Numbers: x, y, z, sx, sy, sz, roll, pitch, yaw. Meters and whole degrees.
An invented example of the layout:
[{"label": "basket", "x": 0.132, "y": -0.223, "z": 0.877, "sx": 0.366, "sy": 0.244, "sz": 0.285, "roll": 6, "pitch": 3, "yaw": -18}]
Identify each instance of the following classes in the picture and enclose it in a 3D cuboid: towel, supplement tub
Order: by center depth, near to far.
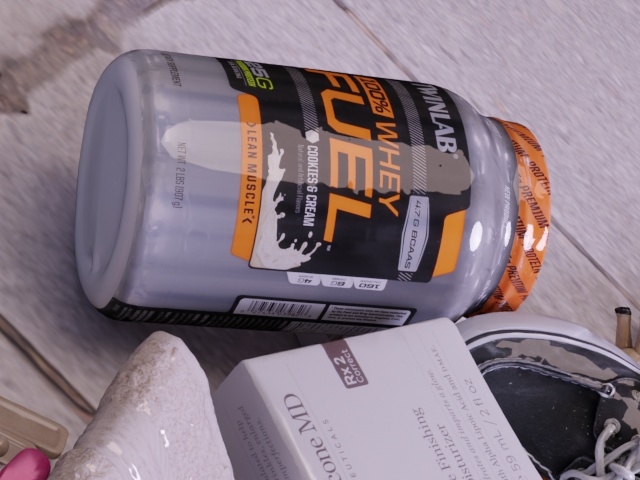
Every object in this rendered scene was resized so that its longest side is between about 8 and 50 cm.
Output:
[{"label": "towel", "x": -0.090, "y": 0.217, "z": 0.933, "sx": 0.187, "sy": 0.049, "sz": 0.282, "roll": -61, "pitch": 146, "yaw": -52}, {"label": "supplement tub", "x": -0.007, "y": -0.028, "z": 1.209, "sx": 0.316, "sy": 0.193, "sz": 0.193, "roll": 4, "pitch": 50, "yaw": -21}]

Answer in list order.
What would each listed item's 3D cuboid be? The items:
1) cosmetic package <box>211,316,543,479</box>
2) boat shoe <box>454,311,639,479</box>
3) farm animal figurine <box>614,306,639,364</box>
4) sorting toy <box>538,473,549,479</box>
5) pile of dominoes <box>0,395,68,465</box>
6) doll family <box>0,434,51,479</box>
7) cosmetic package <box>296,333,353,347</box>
[{"label": "cosmetic package", "x": 0.019, "y": 0.164, "z": 1.124, "sx": 0.184, "sy": 0.151, "sz": 0.151, "roll": -10, "pitch": 60, "yaw": -39}, {"label": "boat shoe", "x": 0.218, "y": 0.153, "z": 1.197, "sx": 0.306, "sy": 0.113, "sz": 0.105, "roll": 32, "pitch": 13, "yaw": -14}, {"label": "farm animal figurine", "x": 0.440, "y": 0.154, "z": 1.525, "sx": 0.327, "sy": 0.330, "sz": 0.172, "roll": -4, "pitch": 100, "yaw": -60}, {"label": "sorting toy", "x": 0.286, "y": 0.273, "z": 1.264, "sx": 0.365, "sy": 0.127, "sz": 0.126, "roll": 33, "pitch": 6, "yaw": 2}, {"label": "pile of dominoes", "x": -0.195, "y": 0.196, "z": 0.998, "sx": 0.196, "sy": 0.040, "sz": 0.251, "roll": 40, "pitch": 29, "yaw": 12}, {"label": "doll family", "x": -0.262, "y": 0.085, "z": 0.908, "sx": 0.263, "sy": 0.163, "sz": 0.118, "roll": 21, "pitch": 62, "yaw": -19}, {"label": "cosmetic package", "x": 0.000, "y": 0.000, "z": 1.372, "sx": 0.099, "sy": 0.060, "sz": 0.239, "roll": 0, "pitch": 56, "yaw": -42}]
